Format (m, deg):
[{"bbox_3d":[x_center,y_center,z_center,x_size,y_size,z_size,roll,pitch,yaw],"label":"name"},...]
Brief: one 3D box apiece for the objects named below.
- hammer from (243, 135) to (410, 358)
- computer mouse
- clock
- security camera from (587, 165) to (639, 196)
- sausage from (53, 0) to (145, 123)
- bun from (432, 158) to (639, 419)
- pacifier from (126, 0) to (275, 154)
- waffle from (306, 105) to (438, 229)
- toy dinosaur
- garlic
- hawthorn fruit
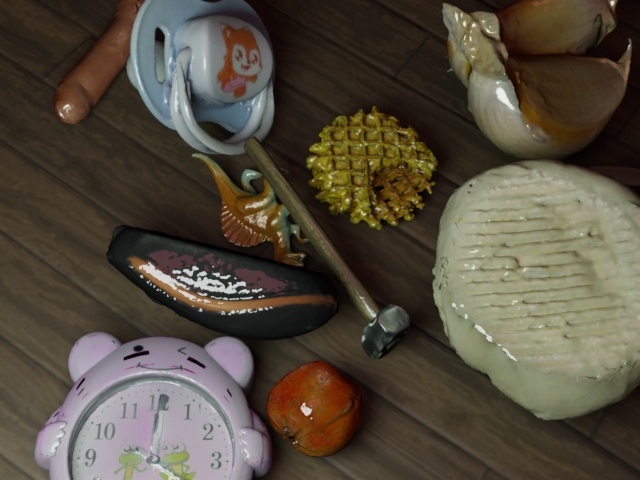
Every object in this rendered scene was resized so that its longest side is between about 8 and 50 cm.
[{"bbox_3d":[0.000,0.000,1.441,0.043,0.111,0.365,-29,73,-20],"label":"hammer"},{"bbox_3d":[-0.135,0.064,1.376,0.323,0.183,0.116,14,85,6],"label":"computer mouse"},{"bbox_3d":[-0.208,0.271,1.286,0.295,0.113,0.322,3,59,-4],"label":"clock"},{"bbox_3d":[0.374,-0.047,1.550,0.301,0.080,0.157,2,60,-1],"label":"security camera"},{"bbox_3d":[-0.338,-0.294,1.622,0.078,0.078,0.304,22,59,7],"label":"sausage"},{"bbox_3d":[0.317,0.070,1.392,0.360,0.211,0.359,-1,67,2],"label":"bun"},{"bbox_3d":[-0.204,-0.256,1.562,0.233,0.299,0.244,7,96,39],"label":"pacifier"},{"bbox_3d":[0.080,-0.113,1.559,0.197,0.070,0.193,24,60,8],"label":"waffle"},{"bbox_3d":[-0.106,-0.042,1.520,0.212,0.057,0.142,13,75,14],"label":"toy dinosaur"},{"bbox_3d":[0.338,-0.278,1.603,0.313,0.249,0.286,-14,44,-35],"label":"garlic"},{"bbox_3d":[-0.006,0.218,1.334,0.128,0.128,0.128,2,60,-4],"label":"hawthorn fruit"}]
